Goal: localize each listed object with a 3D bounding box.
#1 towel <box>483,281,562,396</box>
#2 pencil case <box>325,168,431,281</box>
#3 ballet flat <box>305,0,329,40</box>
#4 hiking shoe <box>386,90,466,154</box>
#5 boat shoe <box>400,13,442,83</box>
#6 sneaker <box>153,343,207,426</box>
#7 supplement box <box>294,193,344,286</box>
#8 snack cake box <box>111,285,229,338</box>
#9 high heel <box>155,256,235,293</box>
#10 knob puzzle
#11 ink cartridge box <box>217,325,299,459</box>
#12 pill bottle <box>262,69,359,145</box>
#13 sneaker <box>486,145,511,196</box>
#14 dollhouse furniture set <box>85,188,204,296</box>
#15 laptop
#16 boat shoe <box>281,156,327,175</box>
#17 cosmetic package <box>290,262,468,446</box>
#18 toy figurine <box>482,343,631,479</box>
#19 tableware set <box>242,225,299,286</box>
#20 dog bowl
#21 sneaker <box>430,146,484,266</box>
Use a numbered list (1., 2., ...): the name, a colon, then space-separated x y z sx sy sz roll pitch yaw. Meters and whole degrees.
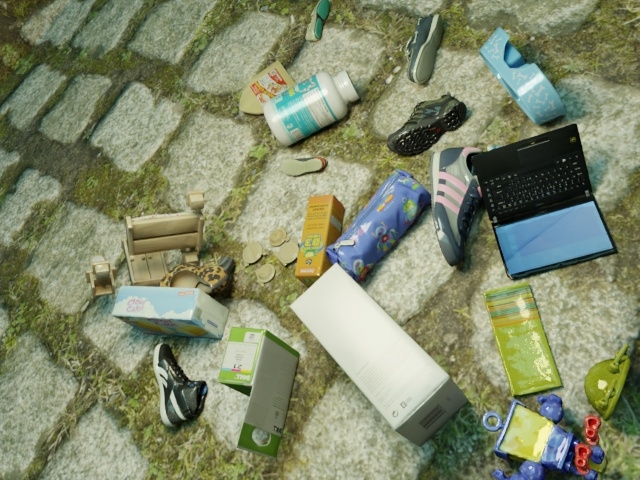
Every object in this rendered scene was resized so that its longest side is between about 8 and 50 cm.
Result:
1. towel: 0.421 0.203 1.255 0.102 0.021 0.237 -19 57 17
2. pencil case: 0.138 -0.038 1.461 0.306 0.133 0.119 -48 51 -6
3. ballet flat: -0.015 -0.733 1.976 0.052 0.057 0.168 -2 62 36
4. hiking shoe: 0.272 -0.313 1.592 0.227 0.086 0.114 -28 41 3
5. boat shoe: 0.283 -0.548 1.697 0.079 0.095 0.254 6 65 27
6. sneaker: -0.351 0.355 1.527 0.121 0.079 0.217 -21 64 11
7. supplement box: 0.000 0.000 1.543 0.078 0.080 0.233 -4 64 27
8. snack cake box: -0.399 0.192 1.588 0.264 0.152 0.089 -1 63 26
9. high heel: -0.361 0.123 1.593 0.261 0.093 0.186 -22 14 8
10. knob puzzle: -0.178 -0.474 1.926 0.213 0.030 0.213 -11 59 20
11. ink cartridge box: -0.151 0.347 1.353 0.097 0.189 0.255 1 64 26
12. pill bottle: -0.024 -0.394 1.733 0.264 0.146 0.146 -26 55 11
13. sneaker: 0.448 -0.168 1.424 0.073 0.063 0.162 -13 61 12
14. dollhouse furniture set: -0.493 -0.036 1.630 0.303 0.355 0.174 -8 51 -24
15. laptop: 0.485 -0.084 1.306 0.234 0.264 0.136 -17 20 15
16. boat shoe: -0.048 -0.217 1.711 0.137 0.049 0.043 -4 19 27
17. cosmetic package: 0.119 0.241 1.277 0.155 0.197 0.365 -43 54 -1
18. toy figurine: 0.406 0.336 1.093 0.217 0.191 0.362 14 69 37
19. tableware set: -0.135 0.036 1.626 0.169 0.020 0.141 -35 51 6
20. dog bowl: 0.493 -0.402 1.476 0.074 0.166 0.297 -37 53 18
21. sneaker: 0.335 -0.093 1.406 0.131 0.112 0.319 -11 60 24
